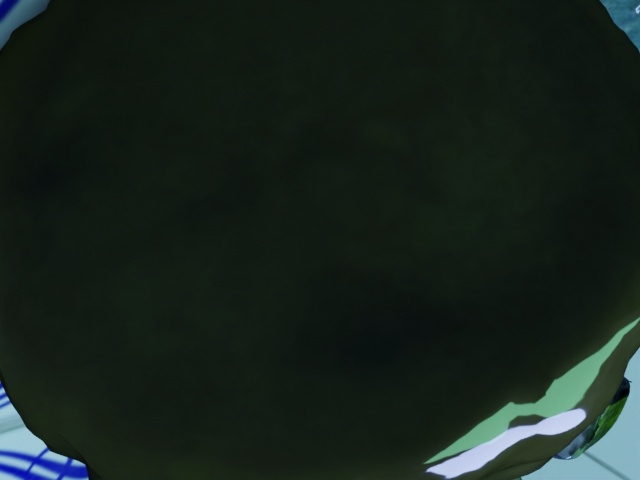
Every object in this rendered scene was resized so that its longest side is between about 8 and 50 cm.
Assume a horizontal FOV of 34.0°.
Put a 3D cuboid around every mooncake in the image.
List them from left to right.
[{"bbox_3d":[0.000,-0.007,0.513,0.324,0.324,0.187,-50,161,-19],"label":"mooncake"}]

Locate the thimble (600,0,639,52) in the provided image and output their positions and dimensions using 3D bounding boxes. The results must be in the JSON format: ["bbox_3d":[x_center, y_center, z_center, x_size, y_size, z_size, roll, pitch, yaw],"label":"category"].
[{"bbox_3d":[0.286,-0.282,0.946,0.235,0.143,0.198,-63,-172,-32],"label":"thimble"}]

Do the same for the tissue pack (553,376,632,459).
[{"bbox_3d":[0.258,0.170,1.402,0.124,0.288,0.394,-63,159,4],"label":"tissue pack"}]

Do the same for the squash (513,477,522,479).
[{"bbox_3d":[0.079,0.349,1.346,0.309,0.310,0.310,-42,161,8],"label":"squash"}]
